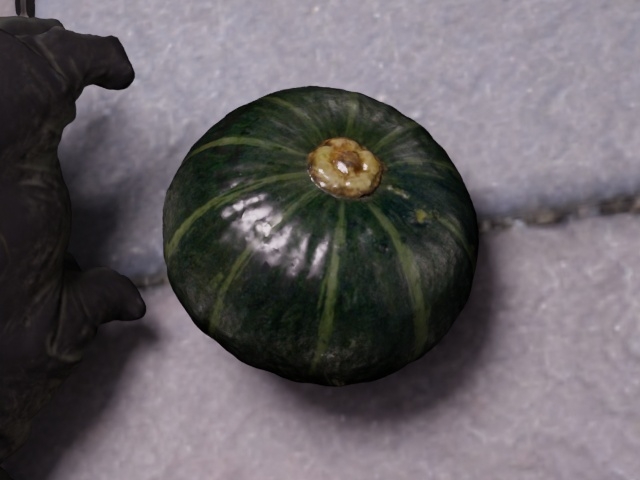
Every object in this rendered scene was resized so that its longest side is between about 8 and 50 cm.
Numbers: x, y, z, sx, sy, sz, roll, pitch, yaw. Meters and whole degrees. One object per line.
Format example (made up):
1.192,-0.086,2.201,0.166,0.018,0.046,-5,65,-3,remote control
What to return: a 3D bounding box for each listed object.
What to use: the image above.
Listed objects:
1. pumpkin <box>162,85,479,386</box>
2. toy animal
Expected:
0.000,-0.002,0.749,0.167,0.167,0.125,50,134,21,pumpkin
-0.184,0.047,0.761,0.106,0.168,0.343,14,96,46,toy animal
